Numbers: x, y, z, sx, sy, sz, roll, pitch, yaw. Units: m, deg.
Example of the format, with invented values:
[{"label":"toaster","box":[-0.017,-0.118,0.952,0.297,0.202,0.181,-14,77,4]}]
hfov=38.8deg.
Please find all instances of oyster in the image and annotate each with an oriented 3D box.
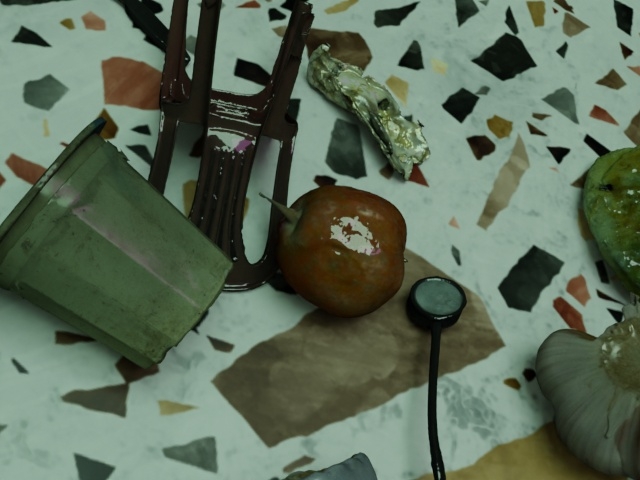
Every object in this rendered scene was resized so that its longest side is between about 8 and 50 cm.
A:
[{"label":"oyster","box":[0.066,-0.163,1.183,0.106,0.061,0.199,-15,71,-43]}]

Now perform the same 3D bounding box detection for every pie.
[{"label":"pie","box":[0.481,-0.018,1.222,0.277,0.078,0.277,9,61,-16]}]

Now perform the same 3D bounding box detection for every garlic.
[{"label":"garlic","box":[0.373,0.143,1.039,0.207,0.207,0.257,44,52,6]}]

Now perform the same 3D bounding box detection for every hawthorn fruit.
[{"label":"hawthorn fruit","box":[0.011,-0.001,1.016,0.189,0.149,0.149,35,59,-5]}]

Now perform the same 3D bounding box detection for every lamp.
[{"label":"lamp","box":[0.123,0.216,1.007,0.130,0.108,0.371,-3,50,-7]}]

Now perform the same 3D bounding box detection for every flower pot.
[{"label":"flower pot","box":[-0.213,0.018,0.922,0.203,0.212,0.212,41,58,-13]}]

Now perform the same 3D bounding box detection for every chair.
[{"label":"chair","box":[-0.110,-0.126,1.060,0.176,0.183,0.326,11,106,-14]}]

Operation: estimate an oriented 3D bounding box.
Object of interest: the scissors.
[{"label":"scissors","box":[-0.242,-0.301,1.160,0.220,0.017,0.088,46,56,8]}]

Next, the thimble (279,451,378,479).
[{"label":"thimble","box":[0.000,0.277,0.868,0.151,0.127,0.117,-5,70,-53]}]
